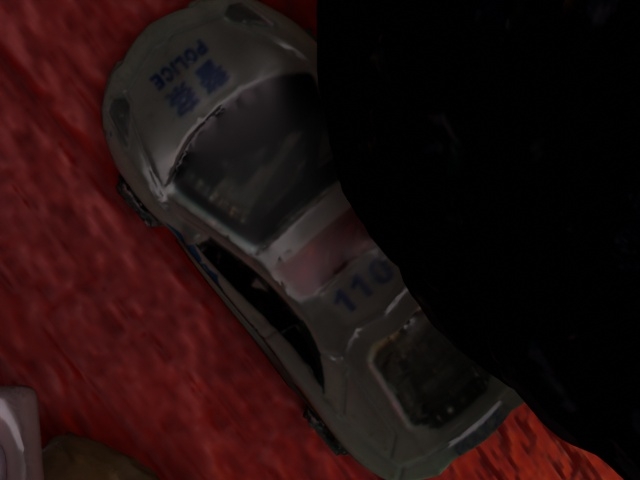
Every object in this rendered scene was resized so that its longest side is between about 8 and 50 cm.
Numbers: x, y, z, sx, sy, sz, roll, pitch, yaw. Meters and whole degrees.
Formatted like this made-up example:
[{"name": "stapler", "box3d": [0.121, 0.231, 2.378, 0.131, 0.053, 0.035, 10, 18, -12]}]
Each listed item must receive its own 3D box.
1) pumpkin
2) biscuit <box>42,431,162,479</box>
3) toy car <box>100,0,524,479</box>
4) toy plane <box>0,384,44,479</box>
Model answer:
[{"name": "pumpkin", "box3d": [0.169, -0.039, 0.604, 0.363, 0.363, 0.266, 30, 100, -15]}, {"name": "biscuit", "box3d": [-0.085, 0.204, 0.704, 0.188, 0.040, 0.265, -13, 82, 20]}, {"name": "toy car", "box3d": [0.000, 0.000, 0.727, 0.095, 0.056, 0.205, -39, 105, -3]}, {"name": "toy plane", "box3d": [-0.193, 0.120, 0.661, 0.252, 0.118, 0.252, 0, 89, 14]}]
